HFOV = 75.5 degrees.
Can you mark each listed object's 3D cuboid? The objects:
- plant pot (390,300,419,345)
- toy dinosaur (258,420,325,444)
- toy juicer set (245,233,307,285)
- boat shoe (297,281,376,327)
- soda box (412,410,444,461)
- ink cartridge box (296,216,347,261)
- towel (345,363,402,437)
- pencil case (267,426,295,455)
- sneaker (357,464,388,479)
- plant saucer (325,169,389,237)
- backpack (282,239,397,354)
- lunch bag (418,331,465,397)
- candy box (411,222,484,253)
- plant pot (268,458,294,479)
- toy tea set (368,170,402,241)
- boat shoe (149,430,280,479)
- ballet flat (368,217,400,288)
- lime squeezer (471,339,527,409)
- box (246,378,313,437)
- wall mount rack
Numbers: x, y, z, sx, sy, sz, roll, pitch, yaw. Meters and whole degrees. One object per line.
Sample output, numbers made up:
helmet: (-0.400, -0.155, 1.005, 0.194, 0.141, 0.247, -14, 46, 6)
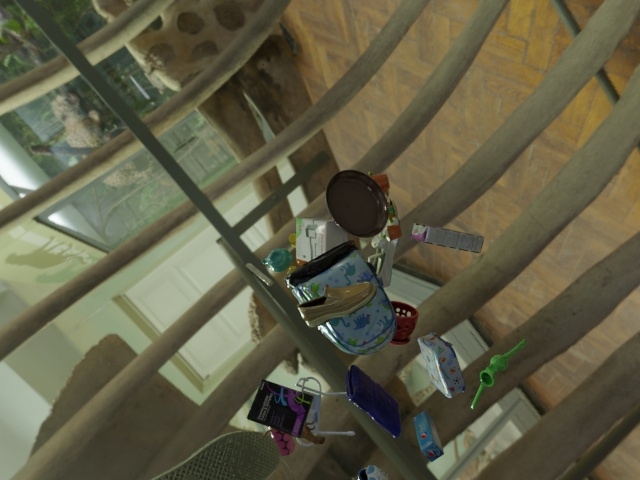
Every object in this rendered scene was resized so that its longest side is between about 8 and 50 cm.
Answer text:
plant pot: (0.380, 0.416, 2.056, 0.191, 0.191, 0.174, 29, 115, 57)
toy dinosaur: (-0.088, 0.575, 1.273, 0.211, 0.112, 0.064, 4, 148, 16)
toy juicer set: (-0.202, 0.128, 2.147, 0.209, 0.329, 0.089, 58, -176, 24)
boat shoe: (0.032, 0.132, 0.925, 0.072, 0.190, 0.068, 54, -160, -16)
soda box: (0.453, 0.823, 1.746, 0.071, 0.067, 0.210, 49, -169, -8)
ink cartridge box: (0.000, 0.000, 1.872, 0.272, 0.114, 0.199, 11, 102, 58)
towel: (0.238, 0.736, 1.891, 0.308, 0.076, 0.228, 42, -161, -11)
pencil case: (-0.171, 0.796, 1.714, 0.098, 0.095, 0.209, -125, 22, -58)
sneaker: (0.156, 0.834, 1.428, 0.086, 0.085, 0.237, 37, 134, 14)
plant saucer: (0.150, -0.151, 1.755, 0.311, 0.310, 0.050, 50, 147, -4)
backpack: (0.091, 0.204, 1.351, 0.356, 0.290, 0.273, 63, 163, -1)
lunch bag: (0.606, 0.618, 2.092, 0.243, 0.114, 0.304, -149, 39, -74)
candy box: (0.497, -0.011, 1.631, 0.233, 0.071, 0.159, 12, -175, -7)
plant pot: (-0.292, 1.106, 1.753, 0.334, 0.334, 0.305, 45, 173, 18)
toy tea set: (0.280, -0.155, 1.919, 0.200, 0.124, 0.336, 63, -166, -66)
boat shoe: (-0.346, 0.731, 1.249, 0.187, 0.500, 0.156, 54, 131, 26)
ballet flat: (0.316, 0.064, 2.126, 0.139, 0.139, 0.401, 31, 118, 55)
lime squeezer: (0.605, 0.459, 1.446, 0.059, 0.310, 0.110, 37, -177, 29)
box: (-0.114, 0.476, 1.178, 0.162, 0.116, 0.029, 14, 142, 10)
wall mount rack: (0.011, 0.825, 2.025, 0.304, 0.350, 0.130, 22, 132, -14)
